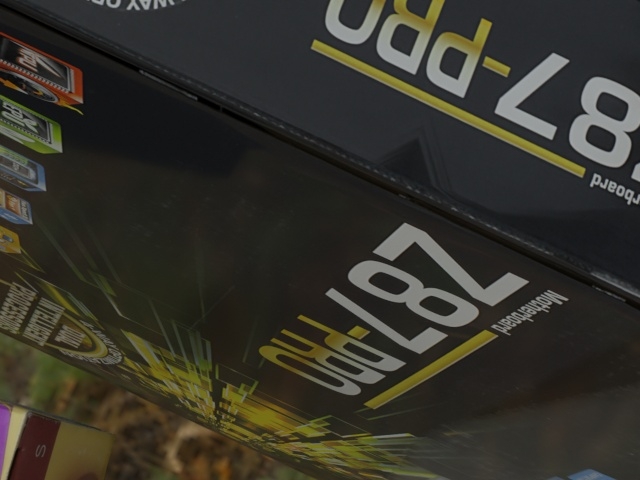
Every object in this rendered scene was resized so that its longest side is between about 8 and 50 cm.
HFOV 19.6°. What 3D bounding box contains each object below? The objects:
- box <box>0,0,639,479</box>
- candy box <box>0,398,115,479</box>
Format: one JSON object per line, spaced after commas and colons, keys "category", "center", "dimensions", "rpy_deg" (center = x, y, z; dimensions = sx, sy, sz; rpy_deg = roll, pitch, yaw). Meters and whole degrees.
{"category": "box", "center": [0.000, 0.000, 0.683], "dimensions": [0.395, 0.318, 0.097], "rpy_deg": [139, 154, -69]}
{"category": "candy box", "center": [-0.170, 0.097, 0.661], "dimensions": [0.187, 0.053, 0.109], "rpy_deg": [12, 82, 35]}
